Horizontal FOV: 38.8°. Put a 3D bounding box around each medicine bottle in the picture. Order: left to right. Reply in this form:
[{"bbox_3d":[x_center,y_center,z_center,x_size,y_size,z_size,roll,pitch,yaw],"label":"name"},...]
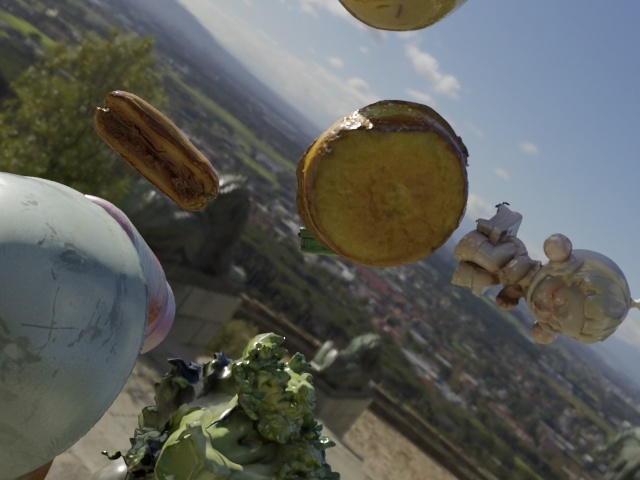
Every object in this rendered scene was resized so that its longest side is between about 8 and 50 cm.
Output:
[{"bbox_3d":[-0.403,0.083,1.684,0.219,0.219,0.388,40,-13,17],"label":"medicine bottle"}]

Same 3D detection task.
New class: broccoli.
[{"bbox_3d":[-0.136,0.308,1.213,0.281,0.293,0.347,52,21,-64],"label":"broccoli"}]

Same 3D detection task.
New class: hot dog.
[{"bbox_3d":[-0.268,-0.152,1.505,0.249,0.100,0.068,43,16,-1],"label":"hot dog"}]

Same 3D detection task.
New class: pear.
[{"bbox_3d":[0.131,-0.493,1.492,0.309,0.309,0.309,37,6,-5],"label":"pear"}]

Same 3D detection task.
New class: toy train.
[{"bbox_3d":[0.000,0.000,1.777,0.093,0.056,0.038,6,3,9],"label":"toy train"}]

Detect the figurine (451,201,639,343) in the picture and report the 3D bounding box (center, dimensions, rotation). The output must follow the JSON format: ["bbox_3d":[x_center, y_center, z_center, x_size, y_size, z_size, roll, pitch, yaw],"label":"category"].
[{"bbox_3d":[0.320,0.064,1.262,0.257,0.182,0.144,29,25,24],"label":"figurine"}]

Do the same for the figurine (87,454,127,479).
[{"bbox_3d":[-0.360,0.591,1.931,0.381,0.203,0.248,22,31,25],"label":"figurine"}]

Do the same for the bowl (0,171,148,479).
[{"bbox_3d":[-0.319,0.043,0.780,0.313,0.313,0.146,40,-19,21],"label":"bowl"}]

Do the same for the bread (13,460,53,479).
[{"bbox_3d":[-0.682,0.390,1.750,0.329,0.424,0.245,35,-32,-10],"label":"bread"}]

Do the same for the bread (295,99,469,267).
[{"bbox_3d":[0.094,-0.073,1.316,0.268,0.268,0.146,37,9,-4],"label":"bread"}]
